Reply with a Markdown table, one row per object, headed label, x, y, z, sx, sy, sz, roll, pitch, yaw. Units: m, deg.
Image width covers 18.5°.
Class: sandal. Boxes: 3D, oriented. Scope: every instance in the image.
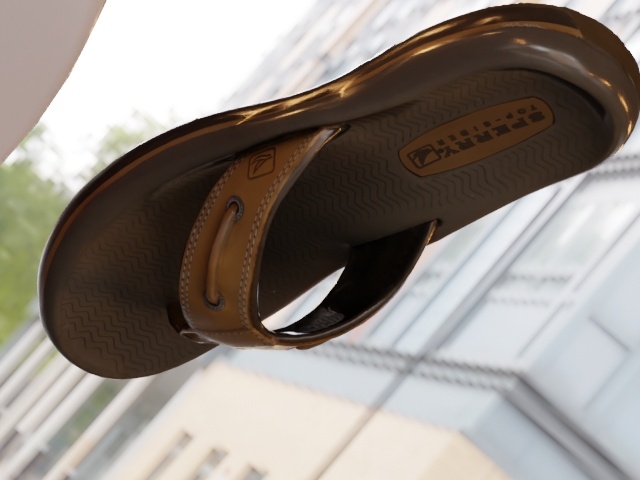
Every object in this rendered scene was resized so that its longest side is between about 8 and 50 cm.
| label | x | y | z | sx | sy | sz | roll | pitch | yaw |
| --- | --- | --- | --- | --- | --- | --- | --- | --- | --- |
| sandal | 0.000 | 0.000 | 0.605 | 0.090 | 0.219 | 0.060 | 43 | 35 | -44 |

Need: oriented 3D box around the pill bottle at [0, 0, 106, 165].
| label | x | y | z | sx | sy | sz | roll | pitch | yaw |
| --- | --- | --- | --- | --- | --- | --- | --- | --- | --- |
| pill bottle | -0.170 | -0.120 | 0.483 | 0.229 | 0.229 | 0.407 | 46 | -2 | -23 |
